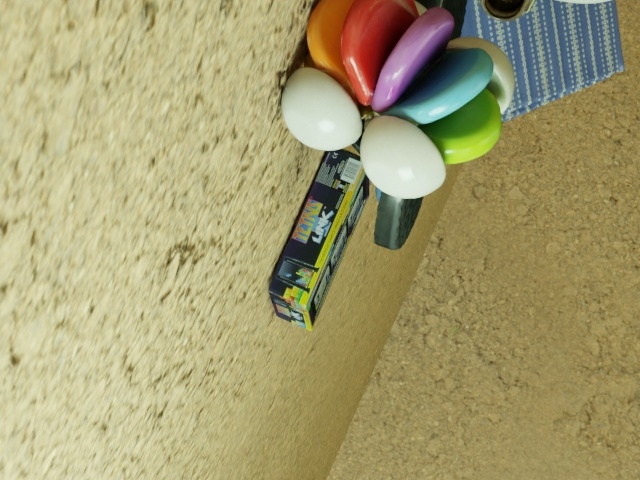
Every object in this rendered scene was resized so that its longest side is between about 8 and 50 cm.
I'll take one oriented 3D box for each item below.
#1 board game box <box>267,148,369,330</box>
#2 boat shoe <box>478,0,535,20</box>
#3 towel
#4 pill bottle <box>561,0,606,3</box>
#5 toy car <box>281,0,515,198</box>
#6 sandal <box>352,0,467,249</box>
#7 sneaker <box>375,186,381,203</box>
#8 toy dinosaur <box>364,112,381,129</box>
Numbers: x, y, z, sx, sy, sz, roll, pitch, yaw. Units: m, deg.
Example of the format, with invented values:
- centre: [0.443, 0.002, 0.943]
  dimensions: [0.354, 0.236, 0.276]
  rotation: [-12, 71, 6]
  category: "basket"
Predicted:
- centre: [0.000, 0.000, 1.506]
  dimensions: [0.141, 0.048, 0.170]
  rotation: [87, 26, -76]
  category: "board game box"
- centre: [0.171, -0.268, 1.249]
  dimensions: [0.257, 0.095, 0.095]
  rotation: [52, 55, -71]
  category: "boat shoe"
- centre: [0.233, -0.272, 1.599]
  dimensions: [0.336, 0.040, 0.243]
  rotation: [-23, 107, -45]
  category: "towel"
- centre: [0.254, -0.403, 1.347]
  dimensions: [0.204, 0.204, 0.361]
  rotation: [-66, 160, -16]
  category: "pill bottle"
- centre: [0.066, -0.138, 1.131]
  dimensions: [0.159, 0.182, 0.136]
  rotation: [-46, 158, -28]
  category: "toy car"
- centre: [0.072, -0.213, 1.305]
  dimensions: [0.167, 0.107, 0.446]
  rotation: [-46, 144, -66]
  category: "sandal"
- centre: [0.104, -0.130, 1.836]
  dimensions: [0.082, 0.069, 0.209]
  rotation: [-114, -155, -53]
  category: "sneaker"
- centre: [0.142, -0.194, 1.609]
  dimensions: [0.268, 0.064, 0.118]
  rotation: [-12, 117, -27]
  category: "toy dinosaur"
